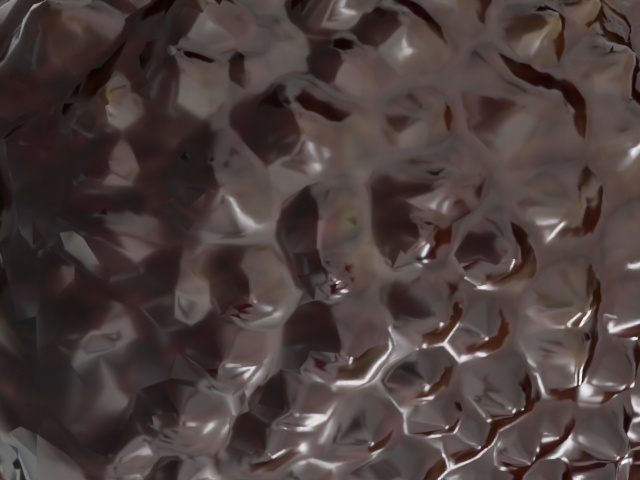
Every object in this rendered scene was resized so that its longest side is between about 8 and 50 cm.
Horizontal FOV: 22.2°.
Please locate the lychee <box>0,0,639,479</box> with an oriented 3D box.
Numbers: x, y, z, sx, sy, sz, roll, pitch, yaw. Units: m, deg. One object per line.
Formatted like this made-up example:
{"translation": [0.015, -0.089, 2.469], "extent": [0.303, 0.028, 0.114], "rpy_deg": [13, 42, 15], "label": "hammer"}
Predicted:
{"translation": [0.000, 0.000, 0.608], "extent": [0.306, 0.330, 0.306], "rpy_deg": [-6, 90, -76], "label": "lychee"}
